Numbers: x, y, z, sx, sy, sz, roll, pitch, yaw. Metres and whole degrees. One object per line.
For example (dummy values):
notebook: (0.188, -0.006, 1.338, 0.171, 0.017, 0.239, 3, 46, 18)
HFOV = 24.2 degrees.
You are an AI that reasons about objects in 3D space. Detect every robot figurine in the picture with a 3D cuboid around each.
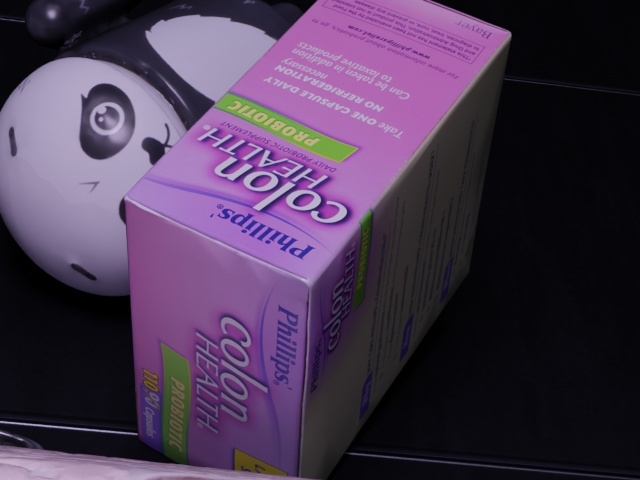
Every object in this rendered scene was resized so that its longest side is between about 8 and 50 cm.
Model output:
robot figurine: (-0.099, -0.075, 1.042, 0.209, 0.174, 0.278, 29, 39, 23)

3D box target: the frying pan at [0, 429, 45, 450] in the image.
frying pan: (-0.345, 0.104, 0.850, 0.326, 0.053, 0.197, 20, 38, 18)

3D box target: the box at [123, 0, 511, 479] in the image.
box: (0.000, 0.000, 0.900, 0.117, 0.213, 0.243, 24, 49, 18)

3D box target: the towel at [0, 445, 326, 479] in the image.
towel: (-0.146, 0.114, 0.646, 0.331, 0.053, 0.317, 0, -10, 27)
